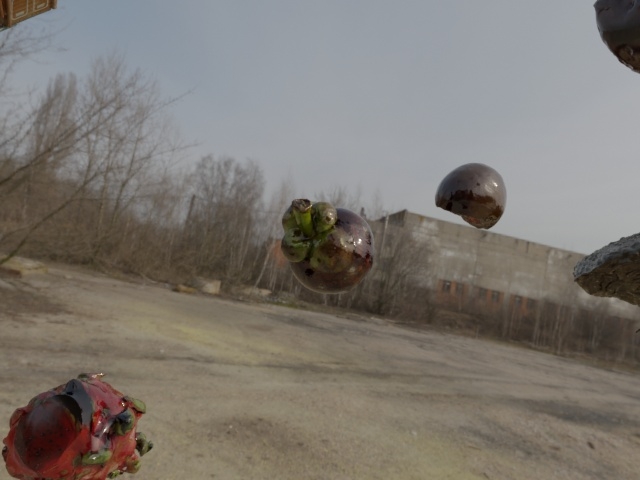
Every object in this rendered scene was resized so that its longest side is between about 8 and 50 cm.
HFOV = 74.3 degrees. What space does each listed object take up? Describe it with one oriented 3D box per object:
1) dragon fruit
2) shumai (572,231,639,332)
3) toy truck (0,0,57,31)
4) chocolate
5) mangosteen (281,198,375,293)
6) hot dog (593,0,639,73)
[{"bbox_3d":[-0.316,0.266,0.584,0.166,0.160,0.172,-4,-18,9],"label":"dragon fruit"},{"bbox_3d":[0.609,0.081,0.801,0.166,0.176,0.206,-18,-9,-44],"label":"shumai"},{"bbox_3d":[-0.518,-0.363,0.583,0.136,0.305,0.162,32,-41,-6],"label":"toy truck"},{"bbox_3d":[0.272,-0.076,0.768,0.124,0.127,0.133,-3,11,22],"label":"chocolate"},{"bbox_3d":[0.000,0.012,0.681,0.155,0.146,0.181,16,2,38],"label":"mangosteen"},{"bbox_3d":[0.335,-0.220,0.354,0.099,0.161,0.227,1,20,-4],"label":"hot dog"}]
